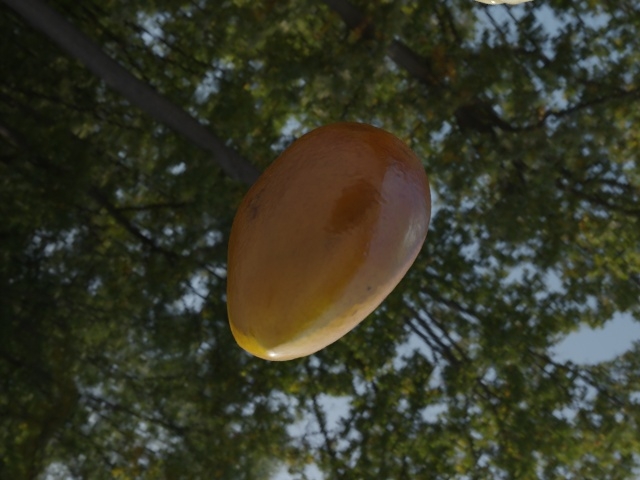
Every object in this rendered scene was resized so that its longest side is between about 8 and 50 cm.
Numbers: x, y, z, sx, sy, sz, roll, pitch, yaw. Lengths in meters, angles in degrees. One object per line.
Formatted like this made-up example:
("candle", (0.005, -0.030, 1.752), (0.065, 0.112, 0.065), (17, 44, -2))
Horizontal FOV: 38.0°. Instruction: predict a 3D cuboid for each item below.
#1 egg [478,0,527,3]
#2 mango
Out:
("egg", (0.073, -0.244, 0.485), (0.203, 0.245, 0.203), (-25, -164, 8))
("mango", (-0.002, -0.005, 0.619), (0.141, 0.102, 0.217), (2, -141, 22))
